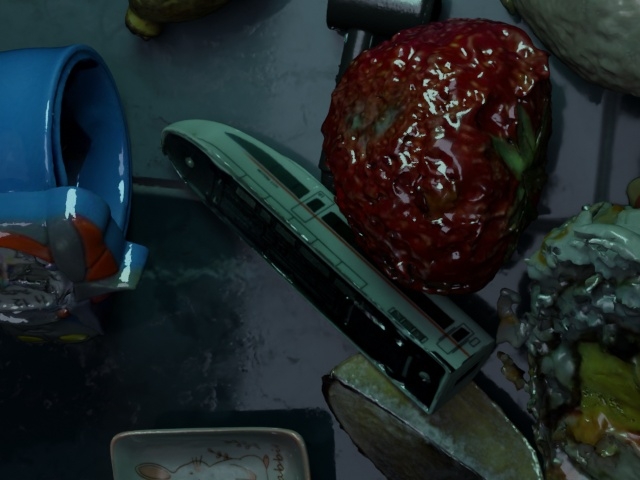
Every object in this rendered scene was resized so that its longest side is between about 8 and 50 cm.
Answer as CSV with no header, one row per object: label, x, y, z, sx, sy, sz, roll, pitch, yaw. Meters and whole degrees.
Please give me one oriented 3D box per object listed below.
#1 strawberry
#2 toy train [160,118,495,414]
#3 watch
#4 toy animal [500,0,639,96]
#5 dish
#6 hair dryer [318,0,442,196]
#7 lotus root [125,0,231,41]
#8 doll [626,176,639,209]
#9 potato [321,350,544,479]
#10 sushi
strawberry,0.106,-0.086,1.294,0.220,0.274,0.274,16,95,18
toy train,0.000,0.000,1.391,0.407,0.086,0.088,42,56,19
watch,-0.276,-0.046,1.412,0.241,0.305,0.275,-2,61,9
toy animal,0.260,-0.264,1.266,0.188,0.226,0.358,-26,67,6
dish,-0.107,0.268,1.447,0.212,0.077,0.151,-3,93,12
hair dryer,0.047,-0.156,1.408,0.114,0.070,0.248,13,98,12
lotus root,-0.132,-0.287,1.406,0.214,0.138,0.138,-40,84,21
doll,0.460,-0.041,1.267,0.329,0.174,0.235,30,129,9
potato,0.126,0.200,1.397,0.261,0.120,0.100,35,58,11
sushi,0.345,0.124,1.233,0.417,0.176,0.418,22,135,23
